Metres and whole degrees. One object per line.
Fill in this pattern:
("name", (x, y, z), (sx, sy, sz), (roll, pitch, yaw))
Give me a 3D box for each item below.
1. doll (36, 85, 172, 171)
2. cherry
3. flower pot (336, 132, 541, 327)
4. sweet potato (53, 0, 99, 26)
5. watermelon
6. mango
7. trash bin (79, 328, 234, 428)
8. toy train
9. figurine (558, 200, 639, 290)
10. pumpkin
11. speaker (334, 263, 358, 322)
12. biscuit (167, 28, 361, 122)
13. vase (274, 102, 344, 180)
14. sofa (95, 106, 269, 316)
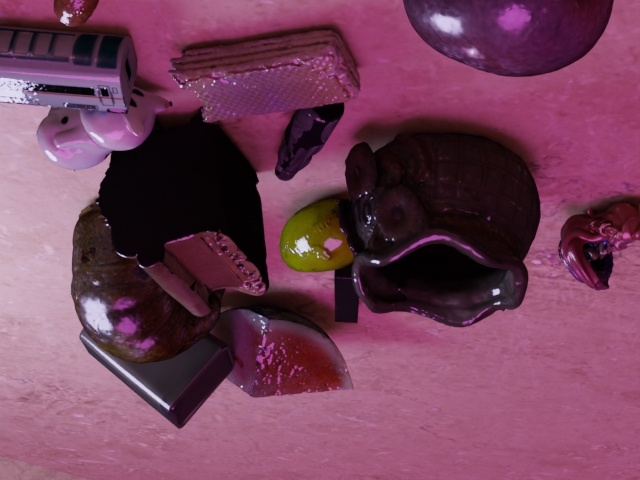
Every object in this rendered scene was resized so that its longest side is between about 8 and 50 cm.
("doll", (-0.313, -0.165, 1.723), (0.180, 0.110, 0.107), (-21, 121, 34))
("cherry", (0.207, -0.272, 1.321), (0.266, 0.183, 0.213), (2, 148, 44))
("flower pot", (0.162, -0.020, 1.776), (0.302, 0.213, 0.302), (5, 153, 2))
("sweet potato", (-0.245, -0.348, 1.410), (0.067, 0.059, 0.281), (48, 140, -2))
("watermelon", (-0.080, 0.213, 2.338), (0.260, 0.176, 0.256), (-2, 166, -22))
("mango", (-0.001, 0.000, 1.958), (0.119, 0.100, 0.178), (49, 136, -10))
("trash bin", (-0.307, 0.208, 2.274), (0.240, 0.164, 0.122), (33, 160, 20))
("toy train", (-0.454, -0.241, 1.633), (0.407, 0.086, 0.088), (5, 153, 4))
("figurine", (0.430, -0.006, 1.876), (0.126, 0.114, 0.157), (-14, 143, -48))
("pumpkin", (-0.281, 0.092, 2.087), (0.242, 0.232, 0.325), (-13, 150, 29))
("speaker", (0.049, 0.092, 2.204), (0.046, 0.040, 0.191), (4, 152, 4))
("biscuit", (-0.072, -0.219, 1.617), (0.239, 0.062, 0.108), (-6, 148, 21))
("vase", (-0.025, -0.142, 1.750), (0.060, 0.060, 0.211), (14, 151, -13))
("sofa", (-0.199, -0.035, 1.793), (0.182, 0.258, 0.200), (-17, 147, 15))
